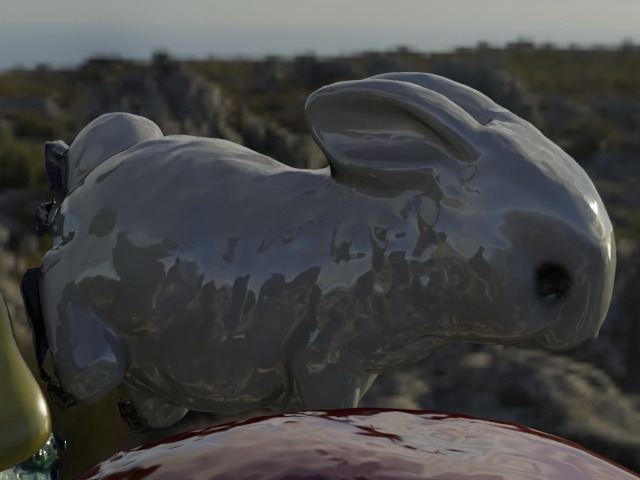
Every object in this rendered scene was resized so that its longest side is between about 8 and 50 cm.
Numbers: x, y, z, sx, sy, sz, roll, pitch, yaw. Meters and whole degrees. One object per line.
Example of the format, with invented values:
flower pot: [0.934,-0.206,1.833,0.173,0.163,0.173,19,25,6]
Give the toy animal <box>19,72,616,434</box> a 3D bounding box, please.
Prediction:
toy animal: [0.000,0.000,1.170,0.357,0.258,0.194,-17,-8,14]

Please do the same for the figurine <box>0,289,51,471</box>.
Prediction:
figurine: [-0.321,0.109,0.986,0.266,0.377,0.361,4,49,-22]

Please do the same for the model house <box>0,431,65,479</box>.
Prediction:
model house: [-0.266,0.185,1.227,0.148,0.119,0.149,-4,-3,21]

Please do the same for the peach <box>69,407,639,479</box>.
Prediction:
peach: [0.027,0.219,0.393,0.388,0.388,0.388,1,8,0]
